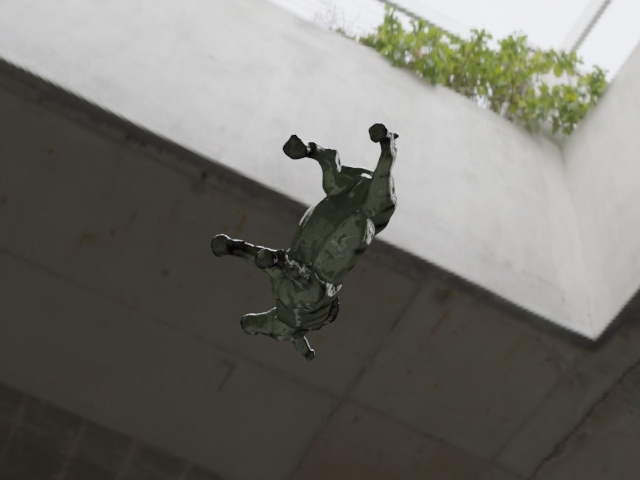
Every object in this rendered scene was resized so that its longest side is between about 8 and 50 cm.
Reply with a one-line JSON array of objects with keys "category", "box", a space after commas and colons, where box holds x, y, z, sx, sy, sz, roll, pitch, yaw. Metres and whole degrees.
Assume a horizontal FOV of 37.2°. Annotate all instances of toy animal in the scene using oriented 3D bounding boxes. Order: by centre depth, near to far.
[{"category": "toy animal", "box": [0.003, 0.004, 0.784, 0.217, 0.073, 0.176, -50, -31, 5]}]
